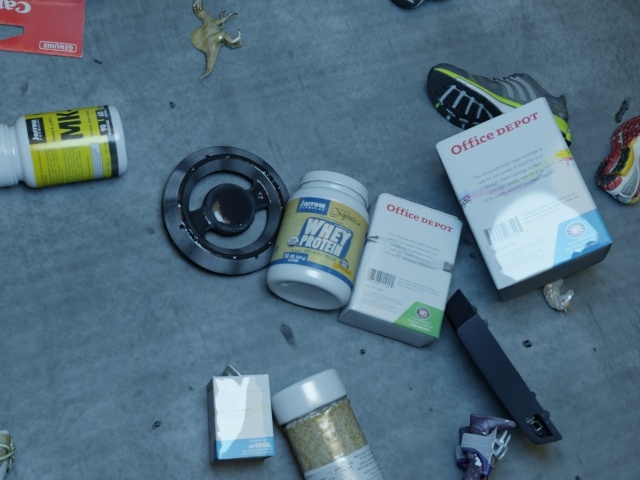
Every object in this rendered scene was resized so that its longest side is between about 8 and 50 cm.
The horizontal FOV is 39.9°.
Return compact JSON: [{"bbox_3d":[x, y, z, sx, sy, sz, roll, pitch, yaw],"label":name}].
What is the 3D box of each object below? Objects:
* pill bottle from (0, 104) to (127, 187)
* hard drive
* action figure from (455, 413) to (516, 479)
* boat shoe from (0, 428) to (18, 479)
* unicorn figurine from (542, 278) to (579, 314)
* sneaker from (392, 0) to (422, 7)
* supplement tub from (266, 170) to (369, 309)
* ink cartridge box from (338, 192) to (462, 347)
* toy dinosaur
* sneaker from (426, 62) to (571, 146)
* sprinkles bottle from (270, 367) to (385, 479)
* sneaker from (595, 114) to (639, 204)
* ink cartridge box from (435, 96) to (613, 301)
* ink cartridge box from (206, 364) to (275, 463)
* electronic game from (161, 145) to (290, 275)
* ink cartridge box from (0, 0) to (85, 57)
[{"bbox_3d":[-0.425,-0.149,1.426,0.208,0.119,0.119,-11,75,-17],"label":"pill bottle"},{"bbox_3d":[0.292,0.209,1.449,0.054,0.172,0.255,-34,101,5],"label":"hard drive"},{"bbox_3d":[0.231,0.420,1.384,0.099,0.185,0.285,10,62,20],"label":"action figure"},{"bbox_3d":[-0.492,0.306,1.262,0.103,0.113,0.302,-28,80,-15],"label":"boat shoe"},{"bbox_3d":[0.417,0.057,1.610,0.161,0.060,0.111,29,76,12],"label":"unicorn figurine"},{"bbox_3d":[0.193,-0.687,1.761,0.257,0.169,0.448,-19,85,-28],"label":"sneaker"},{"bbox_3d":[0.000,0.000,1.469,0.144,0.144,0.200,18,68,-8],"label":"supplement tub"},{"bbox_3d":[0.138,0.051,1.516,0.160,0.092,0.220,19,68,-8],"label":"ink cartridge box"},{"bbox_3d":[-0.189,-0.363,1.603,0.092,0.053,0.183,-10,67,-1],"label":"toy dinosaur"},{"bbox_3d":[0.340,-0.267,1.679,0.299,0.111,0.121,23,58,-12],"label":"sneaker"},{"bbox_3d":[0.042,0.382,1.367,0.121,0.121,0.356,-21,78,-20],"label":"sprinkles bottle"},{"bbox_3d":[0.615,-0.164,1.725,0.092,0.088,0.225,43,66,-20],"label":"sneaker"},{"bbox_3d":[0.345,-0.064,1.513,0.198,0.197,0.270,-23,76,9],"label":"ink cartridge box"},{"bbox_3d":[-0.127,0.269,1.377,0.089,0.092,0.143,0,73,-15],"label":"ink cartridge box"},{"bbox_3d":[-0.156,-0.052,1.499,0.229,0.048,0.229,7,72,-21],"label":"electronic game"},{"bbox_3d":[-0.553,-0.459,1.526,0.296,0.066,0.261,3,71,-14],"label":"ink cartridge box"}]
